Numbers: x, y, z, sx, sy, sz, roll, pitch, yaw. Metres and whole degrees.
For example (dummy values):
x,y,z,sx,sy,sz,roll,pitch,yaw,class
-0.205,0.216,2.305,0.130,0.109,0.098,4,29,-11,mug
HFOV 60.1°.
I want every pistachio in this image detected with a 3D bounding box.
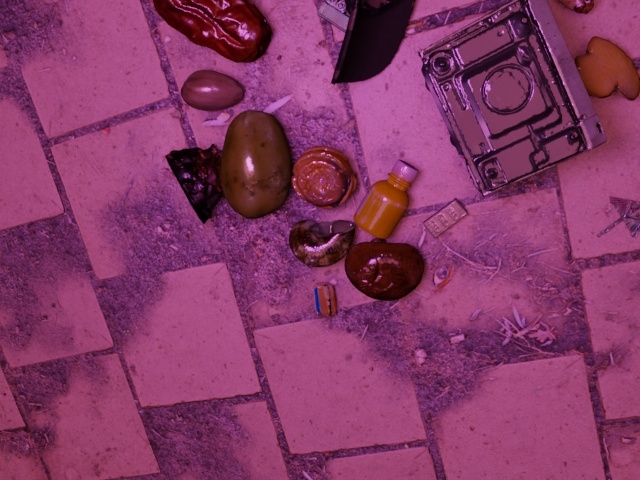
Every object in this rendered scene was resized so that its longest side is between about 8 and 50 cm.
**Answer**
x,y,z,sx,sy,sz,roll,pitch,yaw,class
-0.315,-0.432,1.599,0.186,0.108,0.126,-1,127,5,pistachio

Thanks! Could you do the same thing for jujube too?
x,y,z,sx,sy,sz,roll,pitch,yaw,class
-0.294,-0.622,1.507,0.342,0.216,0.216,34,109,-10,jujube

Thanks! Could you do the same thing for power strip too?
x,y,z,sx,sy,sz,roll,pitch,yaw,class
0.357,-0.064,1.579,0.123,0.032,0.056,-39,95,18,power strip

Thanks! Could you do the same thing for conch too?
x,y,z,sx,sy,sz,roll,pitch,yaw,class
0.000,0.002,1.628,0.181,0.187,0.124,30,136,40,conch

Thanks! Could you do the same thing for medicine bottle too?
x,y,z,sx,sy,sz,roll,pitch,yaw,class
0.193,-0.121,1.554,0.122,0.122,0.212,31,108,3,medicine bottle

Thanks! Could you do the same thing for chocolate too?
x,y,z,sx,sy,sz,roll,pitch,yaw,class
-0.328,-0.192,1.635,0.177,0.206,0.224,-31,113,-11,chocolate

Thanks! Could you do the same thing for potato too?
x,y,z,sx,sy,sz,roll,pitch,yaw,class
-0.180,-0.210,1.567,0.216,0.216,0.304,11,99,10,potato

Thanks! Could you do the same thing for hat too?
x,y,z,sx,sy,sz,roll,pitch,yaw,class
0.098,-0.601,1.382,0.257,0.366,0.381,53,128,12,hat

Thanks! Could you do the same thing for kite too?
x,y,z,sx,sy,sz,roll,pitch,yaw,class
0.813,-0.061,1.493,0.153,0.005,0.137,-31,93,18,kite

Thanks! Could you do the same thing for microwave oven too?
x,y,z,sx,sy,sz,roll,pitch,yaw,class
0.461,-0.356,1.370,0.333,0.247,0.394,-25,97,16,microwave oven

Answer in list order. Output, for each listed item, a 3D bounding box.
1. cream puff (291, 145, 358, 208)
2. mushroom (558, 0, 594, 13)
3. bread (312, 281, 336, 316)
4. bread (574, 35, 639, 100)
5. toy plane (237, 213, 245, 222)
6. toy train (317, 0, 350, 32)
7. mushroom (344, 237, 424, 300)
x,y,z,sx,sy,sz,roll,pitch,yaw,class
0.016,-0.183,1.572,0.189,0.129,0.189,5,120,8,cream puff
0.525,-0.697,1.321,0.233,0.208,0.301,26,127,48,mushroom
0.016,0.183,1.709,0.072,0.053,0.105,1,103,36,bread
0.706,-0.405,1.377,0.188,0.065,0.149,35,78,-9,bread
-0.203,-0.092,1.698,0.121,0.031,0.049,-17,108,13,toy plane
0.066,-0.608,1.503,0.148,0.038,0.071,33,111,2,toy train
0.183,0.093,1.601,0.232,0.138,0.194,-5,103,14,mushroom
